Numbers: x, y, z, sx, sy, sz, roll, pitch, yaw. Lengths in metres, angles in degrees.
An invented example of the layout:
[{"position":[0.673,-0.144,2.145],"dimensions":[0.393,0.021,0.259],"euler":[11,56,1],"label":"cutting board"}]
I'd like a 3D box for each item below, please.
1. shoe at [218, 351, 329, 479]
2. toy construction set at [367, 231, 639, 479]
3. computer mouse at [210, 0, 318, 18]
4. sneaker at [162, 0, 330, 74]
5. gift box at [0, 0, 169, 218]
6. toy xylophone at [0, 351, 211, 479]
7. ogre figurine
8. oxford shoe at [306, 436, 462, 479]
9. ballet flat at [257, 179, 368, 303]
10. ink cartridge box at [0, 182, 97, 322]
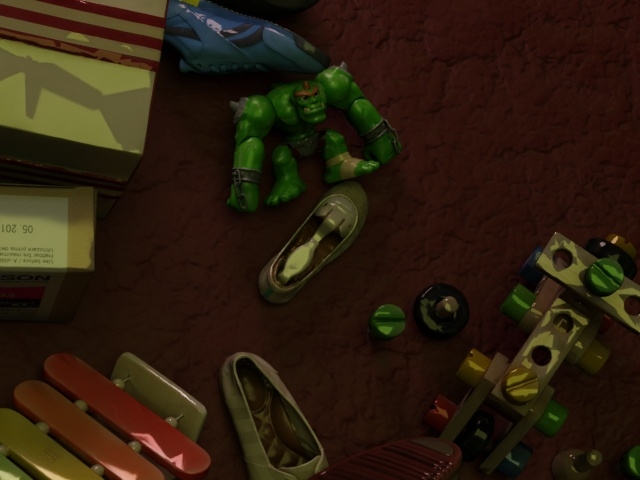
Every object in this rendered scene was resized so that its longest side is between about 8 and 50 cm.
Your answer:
[{"position":[-0.041,0.209,1.846],"dimensions":[0.076,0.058,0.219],"euler":[-24,82,-19],"label":"shoe"},{"position":[0.246,0.134,1.844],"dimensions":[0.257,0.237,0.309],"euler":[-28,83,-20],"label":"toy construction set"},{"position":[-0.121,-0.320,1.966],"dimensions":[0.272,0.072,0.188],"euler":[36,44,-2],"label":"computer mouse"},{"position":[-0.090,-0.195,1.921],"dimensions":[0.209,0.069,0.082],"euler":[21,83,20],"label":"sneaker"},{"position":[-0.297,-0.159,1.786],"dimensions":[0.258,0.255,0.276],"euler":[12,67,-12],"label":"gift box"},{"position":[-0.226,0.229,1.705],"dimensions":[0.236,0.081,0.323],"euler":[28,37,19],"label":"toy xylophone"},{"position":[-0.019,-0.109,1.930],"dimensions":[0.197,0.097,0.118],"euler":[-19,98,-3],"label":"ogre figurine"},{"position":[0.013,0.317,1.775],"dimensions":[0.348,0.123,0.130],"euler":[-35,121,-29],"label":"oxford shoe"},{"position":[0.000,0.000,1.920],"dimensions":[0.057,0.052,0.168],"euler":[39,69,-1],"label":"ballet flat"},{"position":[-0.338,0.013,1.757],"dimensions":[0.235,0.193,0.088],"euler":[2,74,-13],"label":"ink cartridge box"}]
